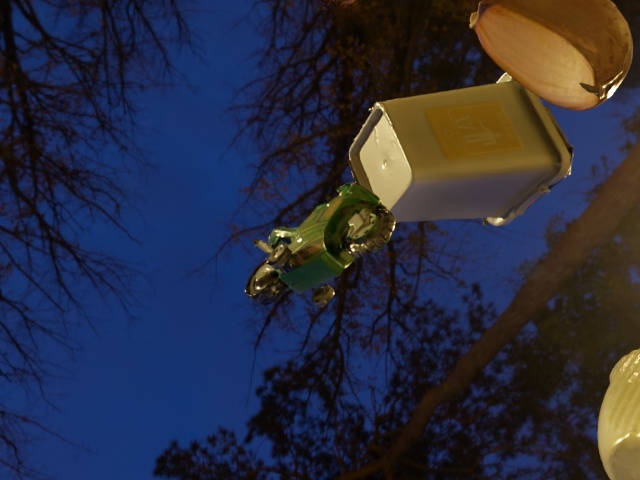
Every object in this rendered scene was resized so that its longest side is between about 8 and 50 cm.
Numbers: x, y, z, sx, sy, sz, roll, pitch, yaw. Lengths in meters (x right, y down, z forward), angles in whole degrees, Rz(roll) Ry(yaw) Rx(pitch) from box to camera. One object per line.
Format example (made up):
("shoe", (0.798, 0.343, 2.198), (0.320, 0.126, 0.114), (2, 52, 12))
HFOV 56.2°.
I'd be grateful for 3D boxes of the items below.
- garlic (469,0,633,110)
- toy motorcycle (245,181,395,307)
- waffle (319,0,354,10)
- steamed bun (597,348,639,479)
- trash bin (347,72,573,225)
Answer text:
("garlic", (0.272, -0.216, 0.658), (0.115, 0.128, 0.206), (-41, -129, 6))
("toy motorcycle", (0.000, 0.000, 0.584), (0.074, 0.190, 0.106), (43, -138, -24))
("waffle", (-0.067, -0.460, 0.718), (0.348, 0.304, 0.077), (-5, -172, -40))
("steamed bun", (0.539, 0.264, 0.793), (0.290, 0.273, 0.272), (-30, -103, -45))
("trash bin", (0.256, -0.154, 1.184), (0.368, 0.296, 0.256), (-10, -112, -24))
